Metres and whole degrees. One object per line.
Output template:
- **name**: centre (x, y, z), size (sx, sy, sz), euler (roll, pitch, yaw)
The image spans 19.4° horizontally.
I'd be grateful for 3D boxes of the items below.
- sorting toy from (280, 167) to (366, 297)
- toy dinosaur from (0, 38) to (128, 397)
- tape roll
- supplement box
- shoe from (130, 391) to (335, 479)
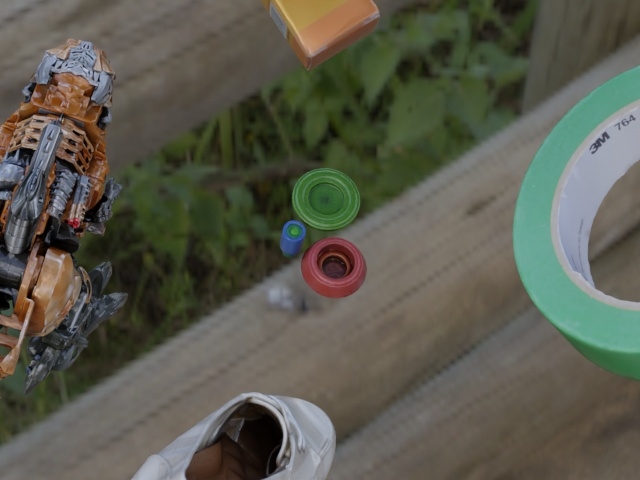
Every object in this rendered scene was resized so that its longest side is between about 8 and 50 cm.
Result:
- **sorting toy**: centre (0.000, 0.000, 1.398), size (0.061, 0.042, 0.102), euler (-2, 66, -9)
- **toy dinosaur**: centre (-0.229, 0.017, 1.342), size (0.164, 0.218, 0.322), euler (38, 71, 0)
- **tape roll**: centre (0.340, -0.024, 1.764), size (0.321, 0.077, 0.321), euler (-17, 54, 24)
- **supplement box**: centre (-0.042, -0.269, 1.653), size (0.078, 0.080, 0.233), euler (-32, 89, -4)
- **shoe**: centre (-0.043, 0.136, 1.141), size (0.076, 0.058, 0.219), euler (46, 28, 12)
